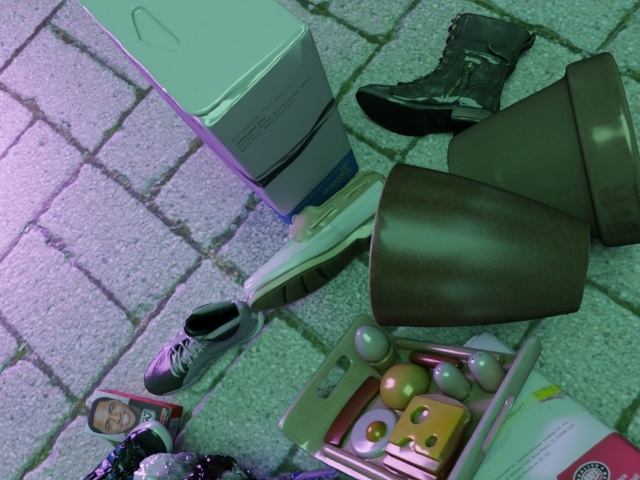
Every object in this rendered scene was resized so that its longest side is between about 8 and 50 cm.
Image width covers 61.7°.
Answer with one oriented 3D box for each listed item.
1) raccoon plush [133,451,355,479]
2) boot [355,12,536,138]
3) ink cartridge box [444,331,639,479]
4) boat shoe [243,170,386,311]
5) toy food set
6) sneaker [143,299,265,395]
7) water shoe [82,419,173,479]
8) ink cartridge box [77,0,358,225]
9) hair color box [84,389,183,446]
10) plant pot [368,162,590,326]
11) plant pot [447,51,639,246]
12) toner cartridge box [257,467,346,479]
[{"bbox_3d":[-0.078,0.374,0.580,0.447,0.299,0.216,2,75,14],"label":"raccoon plush"},{"bbox_3d":[0.212,-0.291,0.915,0.263,0.091,0.228,15,72,12],"label":"boot"},{"bbox_3d":[0.219,0.275,0.623,0.226,0.306,0.131,-38,111,-1],"label":"ink cartridge box"},{"bbox_3d":[0.000,0.000,0.859,0.302,0.113,0.103,-32,69,-10],"label":"boat shoe"},{"bbox_3d":[0.097,0.191,0.679,0.219,0.306,0.092,-49,113,-26],"label":"toy food set"},{"bbox_3d":[-0.204,0.158,0.837,0.229,0.132,0.086,-37,70,-1],"label":"sneaker"},{"bbox_3d":[-0.298,0.351,0.801,0.073,0.080,0.203,45,110,1],"label":"water shoe"},{"bbox_3d":[-0.119,-0.211,0.787,0.166,0.395,0.285,-45,71,-3],"label":"ink cartridge box"},{"bbox_3d":[-0.301,0.290,0.867,0.141,0.043,0.071,7,77,14],"label":"hair color box"},{"bbox_3d":[0.200,0.017,0.667,0.231,0.215,0.215,6,75,21],"label":"plant pot"},{"bbox_3d":[0.313,-0.102,0.764,0.229,0.263,0.262,-13,71,26],"label":"plant pot"},{"bbox_3d":[-0.015,0.505,0.727,0.165,0.075,0.347,-14,72,10],"label":"toner cartridge box"}]
